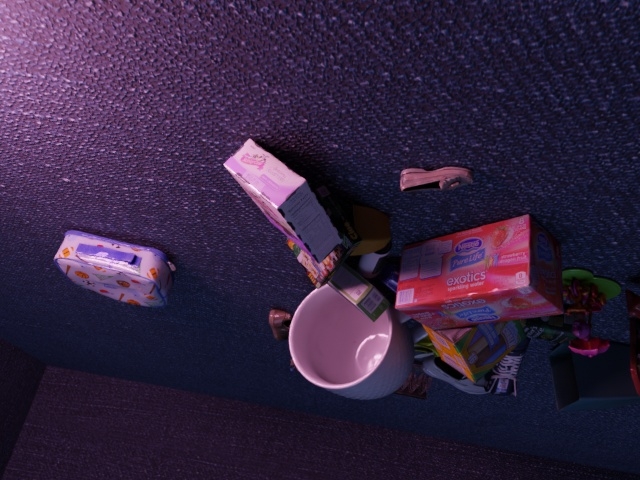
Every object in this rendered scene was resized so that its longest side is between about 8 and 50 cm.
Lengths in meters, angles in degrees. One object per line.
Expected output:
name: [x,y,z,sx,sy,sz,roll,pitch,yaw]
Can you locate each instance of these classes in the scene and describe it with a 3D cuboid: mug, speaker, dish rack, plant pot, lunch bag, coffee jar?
mug: [0.152,0.260,1.496,0.374,0.276,0.328,-31,147,11]
speaker: [0.118,0.034,1.256,0.055,0.055,0.136,12,153,-1]
dish rack: [0.316,0.509,2.090,0.208,0.074,0.271,10,153,1]
plant pot: [0.778,0.371,1.545,0.234,0.165,0.166,2,153,2]
lunch bag: [-0.545,0.076,1.542,0.303,0.115,0.243,11,151,2]
plant pot: [0.095,-0.017,1.140,0.083,0.081,0.081,4,155,-15]
coffee jar: [0.523,0.194,1.380,0.184,0.079,0.096,12,154,0]

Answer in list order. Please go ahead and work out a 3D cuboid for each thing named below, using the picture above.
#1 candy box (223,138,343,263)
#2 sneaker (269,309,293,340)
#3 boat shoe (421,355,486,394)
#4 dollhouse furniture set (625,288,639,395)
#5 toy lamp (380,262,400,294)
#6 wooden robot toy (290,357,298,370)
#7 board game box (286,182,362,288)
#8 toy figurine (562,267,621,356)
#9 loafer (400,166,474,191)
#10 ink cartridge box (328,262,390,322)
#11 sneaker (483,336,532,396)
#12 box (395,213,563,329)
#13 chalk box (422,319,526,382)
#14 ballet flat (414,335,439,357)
candy box: [-0.063,-0.068,1.018,0.165,0.070,0.196,40,171,36]
sneaker: [-0.112,0.278,1.814,0.071,0.066,0.188,4,153,13]
boat shoe: [0.469,0.433,1.866,0.267,0.096,0.088,24,156,-7]
dollhouse furniture set: [0.768,0.180,1.228,0.201,0.152,0.374,-8,131,34]
toy lamp: [0.262,0.123,1.350,0.274,0.080,0.080,22,152,-26]
wooden robot toy: [-0.070,0.477,2.219,0.173,0.076,0.079,33,-179,-37]
board game box: [0.000,0.000,1.171,0.030,0.136,0.260,-26,165,-25]
toy figurine: [0.568,0.164,1.215,0.130,0.159,0.173,-14,143,41]
loafer: [0.199,-0.099,0.976,0.125,0.039,0.045,2,151,19]
ink cartridge box: [0.058,0.097,1.347,0.209,0.062,0.109,37,174,40]
sneaker: [0.526,0.347,1.596,0.099,0.153,0.282,8,153,6]
box: [0.315,0.074,1.149,0.300,0.154,0.142,-18,142,42]
chalk box: [0.366,0.189,1.296,0.132,0.213,0.132,59,168,-25]
ballet flat: [0.261,0.320,1.735,0.231,0.077,0.077,-1,152,23]
